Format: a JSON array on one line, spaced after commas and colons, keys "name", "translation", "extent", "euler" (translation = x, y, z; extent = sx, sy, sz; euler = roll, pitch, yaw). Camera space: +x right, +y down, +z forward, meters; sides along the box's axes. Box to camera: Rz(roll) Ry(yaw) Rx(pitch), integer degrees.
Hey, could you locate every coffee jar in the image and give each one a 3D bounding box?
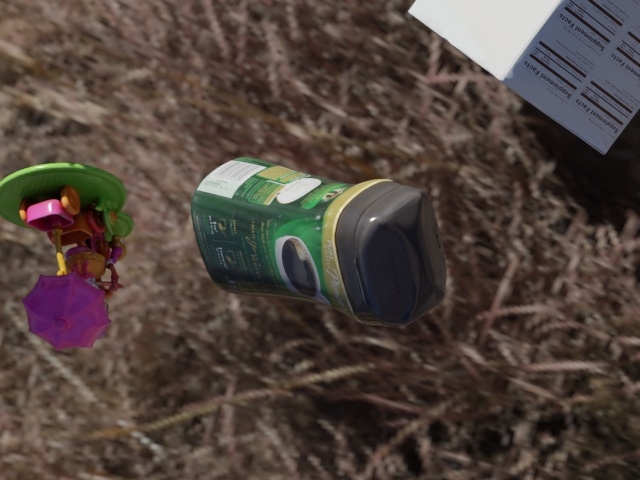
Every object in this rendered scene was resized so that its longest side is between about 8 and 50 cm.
[{"name": "coffee jar", "translation": [0.000, 0.000, 1.182], "extent": [0.184, 0.079, 0.096], "euler": [12, 126, 44]}]

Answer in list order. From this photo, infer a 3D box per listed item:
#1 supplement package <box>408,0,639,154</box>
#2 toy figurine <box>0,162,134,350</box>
[{"name": "supplement package", "translation": [0.228, -0.225, 1.579], "extent": [0.203, 0.149, 0.194], "euler": [-54, 34, 8]}, {"name": "toy figurine", "translation": [-0.236, 0.034, 1.662], "extent": [0.130, 0.173, 0.159], "euler": [-16, 62, 17]}]
